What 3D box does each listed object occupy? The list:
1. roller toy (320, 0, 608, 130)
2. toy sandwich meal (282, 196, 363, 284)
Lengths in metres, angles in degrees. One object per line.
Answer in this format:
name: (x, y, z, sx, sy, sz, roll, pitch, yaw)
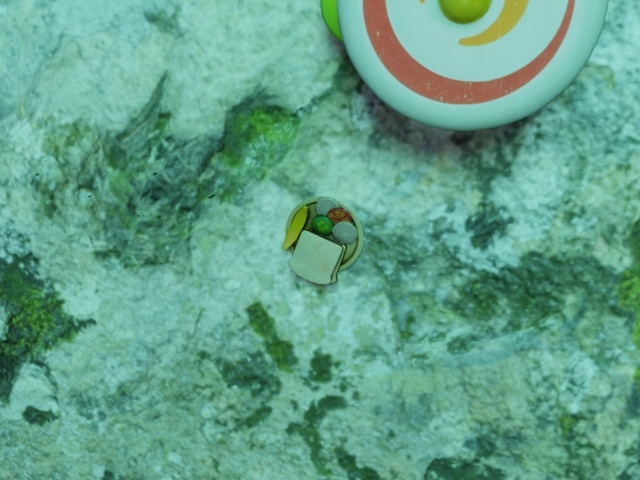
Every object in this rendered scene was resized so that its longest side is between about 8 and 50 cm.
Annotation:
roller toy: (0.114, -0.184, 0.565, 0.209, 0.146, 0.191, -41, 94, 23)
toy sandwich meal: (0.000, 0.000, 0.721, 0.086, 0.029, 0.085, 5, 109, 14)
